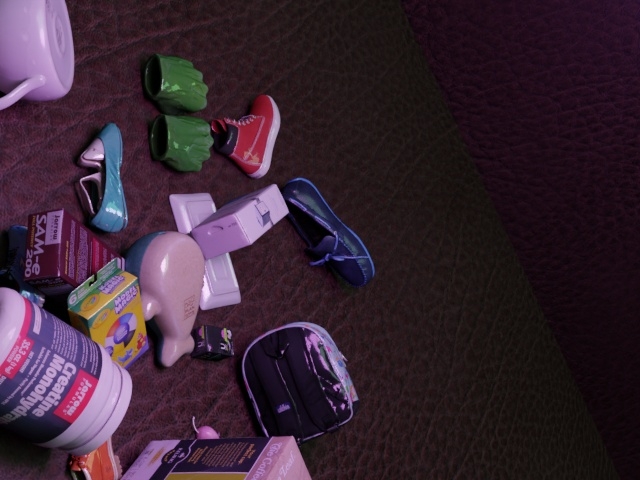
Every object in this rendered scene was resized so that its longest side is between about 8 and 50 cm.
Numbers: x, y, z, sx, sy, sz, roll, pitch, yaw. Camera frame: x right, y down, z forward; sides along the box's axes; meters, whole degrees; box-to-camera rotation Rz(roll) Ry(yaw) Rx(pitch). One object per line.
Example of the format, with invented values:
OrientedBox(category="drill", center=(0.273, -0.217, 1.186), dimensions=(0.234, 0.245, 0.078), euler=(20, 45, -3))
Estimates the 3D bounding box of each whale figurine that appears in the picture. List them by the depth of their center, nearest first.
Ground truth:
OrientedBox(category="whale figurine", center=(-0.322, 0.113, 1.813), dimensions=(0.216, 0.141, 0.272), euler=(-34, 126, -58))

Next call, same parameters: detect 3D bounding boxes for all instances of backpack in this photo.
OrientedBox(category="backpack", center=(-0.048, 0.309, 2.001), dimensions=(0.253, 0.225, 0.191), euler=(64, 10, 1))

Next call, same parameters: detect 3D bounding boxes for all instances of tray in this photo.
OrientedBox(category="tray", center=(-0.253, 0.018, 2.034), dimensions=(0.145, 0.030, 0.270), euler=(-8, 79, -56))

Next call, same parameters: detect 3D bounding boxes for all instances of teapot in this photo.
OrientedBox(category="teapot", center=(-0.568, -0.365, 1.641), dimensions=(0.256, 0.187, 0.252), euler=(-114, -162, -81))

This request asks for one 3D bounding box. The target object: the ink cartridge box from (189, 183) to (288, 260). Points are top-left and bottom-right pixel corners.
OrientedBox(category="ink cartridge box", center=(-0.181, -0.043, 2.016), dimensions=(0.082, 0.140, 0.190), euler=(63, 33, -13))

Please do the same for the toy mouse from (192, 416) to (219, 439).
OrientedBox(category="toy mouse", center=(-0.220, 0.438, 1.844), dimensions=(0.143, 0.031, 0.161), euler=(6, 68, -55))

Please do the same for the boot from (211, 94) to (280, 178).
OrientedBox(category="boot", center=(-0.194, -0.298, 2.253), dimensions=(0.176, 0.088, 0.244), euler=(36, 49, -39))

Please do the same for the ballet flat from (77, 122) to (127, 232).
OrientedBox(category="ballet flat", center=(-0.441, -0.134, 1.796), dimensions=(0.087, 0.083, 0.247), euler=(8, 64, -39))

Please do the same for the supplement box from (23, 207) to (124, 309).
OrientedBox(category="supplement box", center=(-0.439, 0.052, 1.619), dimensions=(0.239, 0.073, 0.130), euler=(59, 24, -62))

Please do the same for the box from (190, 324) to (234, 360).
OrientedBox(category="box", center=(-0.234, 0.221, 1.926), dimensions=(0.083, 0.052, 0.062), euler=(20, 55, -50))

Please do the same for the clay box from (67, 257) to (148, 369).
OrientedBox(category="clay box", center=(-0.379, 0.150, 1.610), dimensions=(0.127, 0.053, 0.222), euler=(-45, 150, -38))

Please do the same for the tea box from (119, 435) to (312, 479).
OrientedBox(category="tea box", center=(-0.206, 0.519, 1.518), dimensions=(0.329, 0.323, 0.220), euler=(-51, 126, -53))

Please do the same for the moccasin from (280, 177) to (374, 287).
OrientedBox(category="moccasin", center=(0.000, 0.000, 2.357), dimensions=(0.342, 0.138, 0.117), euler=(48, 40, -7))

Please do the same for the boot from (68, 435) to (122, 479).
OrientedBox(category="boot", center=(-0.411, 0.366, 1.578), dimensions=(0.084, 0.059, 0.158), euler=(-20, 91, -53))

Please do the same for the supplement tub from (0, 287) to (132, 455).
OrientedBox(category="supplement tub", center=(-0.462, 0.218, 1.456), dimensions=(0.272, 0.191, 0.191), euler=(42, 41, -36))

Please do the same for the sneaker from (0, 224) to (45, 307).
OrientedBox(category="sneaker", center=(-0.530, 0.047, 1.573), dimensions=(0.073, 0.063, 0.162), euler=(5, 65, -48))

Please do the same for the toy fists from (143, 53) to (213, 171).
OrientedBox(category="toy fists", center=(-0.323, -0.288, 2.046), dimensions=(0.142, 0.096, 0.279), euler=(7, 68, -44))
